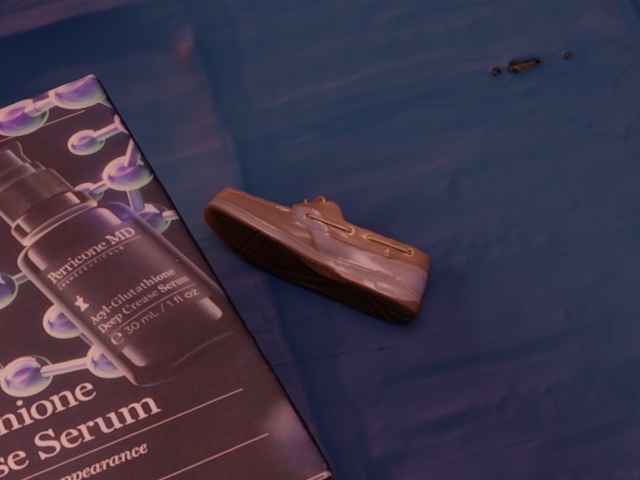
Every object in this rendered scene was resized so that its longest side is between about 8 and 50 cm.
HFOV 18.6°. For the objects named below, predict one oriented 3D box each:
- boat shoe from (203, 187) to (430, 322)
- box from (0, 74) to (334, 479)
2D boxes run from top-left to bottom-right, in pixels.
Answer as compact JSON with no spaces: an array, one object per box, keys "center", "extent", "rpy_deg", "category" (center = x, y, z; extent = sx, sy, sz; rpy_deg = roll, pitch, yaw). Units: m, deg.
[{"center":[0.000,0.000,1.410],"extent":[0.170,0.063,0.059],"rpy_deg":[26,66,-4],"category":"boat shoe"},{"center":[-0.185,0.128,1.183],"extent":[0.293,0.212,0.395],"rpy_deg":[-22,44,-12],"category":"box"}]
